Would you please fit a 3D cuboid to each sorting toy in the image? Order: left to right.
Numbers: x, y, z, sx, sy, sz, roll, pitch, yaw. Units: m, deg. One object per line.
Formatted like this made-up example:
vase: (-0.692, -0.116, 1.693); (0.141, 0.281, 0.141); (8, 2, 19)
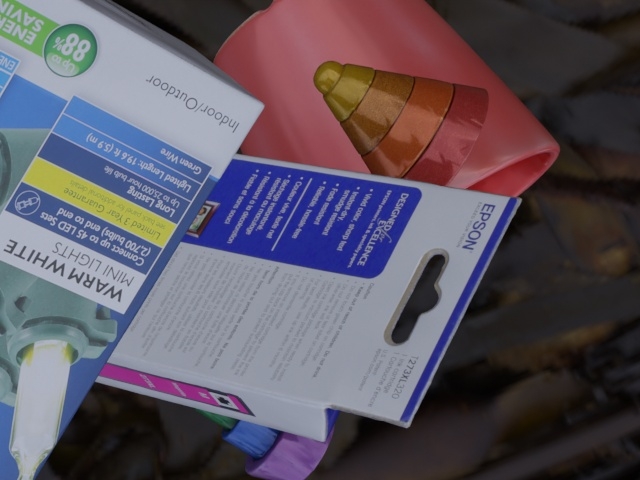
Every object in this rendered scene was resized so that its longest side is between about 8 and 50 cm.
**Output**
sorting toy: (0.000, 0.000, 1.220); (0.126, 0.365, 0.127); (33, 152, -13)

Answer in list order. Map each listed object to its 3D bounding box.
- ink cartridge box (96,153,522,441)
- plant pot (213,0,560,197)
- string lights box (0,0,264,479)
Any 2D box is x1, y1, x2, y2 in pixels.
ink cartridge box: (-0.052, 0.028, 1.112); (0.371, 0.176, 0.069); (9, 148, 36)
plant pot: (0.042, -0.108, 1.519); (0.275, 0.275, 0.243); (-33, 81, 11)
string lights box: (-0.150, 0.020, 0.620); (0.133, 0.077, 0.260); (27, 99, -35)
